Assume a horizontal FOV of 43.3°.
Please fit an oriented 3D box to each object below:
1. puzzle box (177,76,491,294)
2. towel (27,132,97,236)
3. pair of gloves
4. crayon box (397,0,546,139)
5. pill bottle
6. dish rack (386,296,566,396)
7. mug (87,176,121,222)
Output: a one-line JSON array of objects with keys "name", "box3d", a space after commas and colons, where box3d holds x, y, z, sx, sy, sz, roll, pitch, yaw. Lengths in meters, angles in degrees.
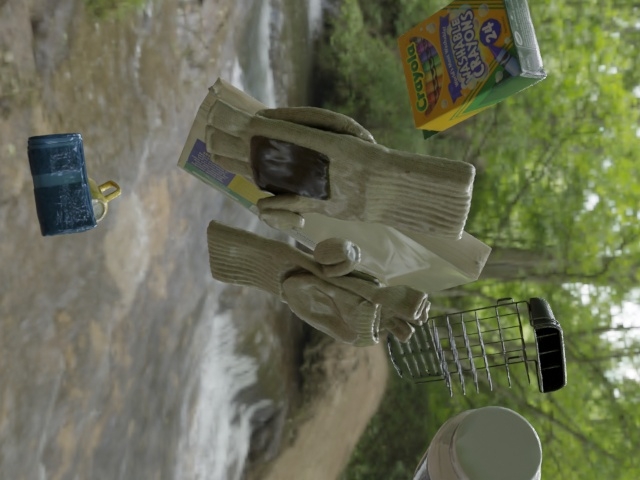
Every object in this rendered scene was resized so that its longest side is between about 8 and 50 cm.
[{"name": "puzzle box", "box3d": [0.001, -0.051, 1.109, 0.052, 0.409, 0.272, -61, -171, -16]}, {"name": "towel", "box3d": [-0.305, -0.065, 0.949, 0.029, 0.067, 0.119, 0, -81, 49]}, {"name": "pair of gloves", "box3d": [0.000, 0.000, 0.639, 0.240, 0.204, 0.042, 103, 12, -51]}, {"name": "crayon box", "box3d": [0.268, -0.347, 1.577, 0.323, 0.083, 0.203, -24, -108, 50]}, {"name": "pill bottle", "box3d": [0.136, 0.202, 0.700, 0.169, 0.094, 0.094, 93, -4, -61]}, {"name": "dish rack", "box3d": [0.247, 0.181, 1.293, 0.208, 0.272, 0.074, 67, 17, -47]}, {"name": "mug", "box3d": [-0.330, -0.060, 1.150, 0.062, 0.078, 0.064, 36, -2, -42]}]
